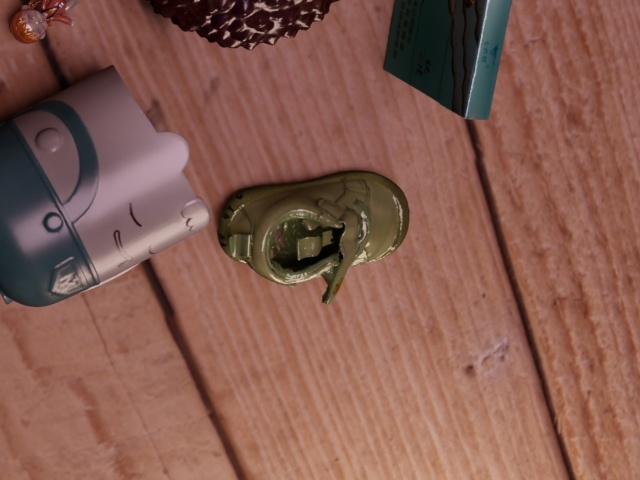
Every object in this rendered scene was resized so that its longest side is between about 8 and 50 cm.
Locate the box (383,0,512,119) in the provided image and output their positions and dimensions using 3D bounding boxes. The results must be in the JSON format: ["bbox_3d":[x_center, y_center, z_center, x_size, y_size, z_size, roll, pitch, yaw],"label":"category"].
[{"bbox_3d":[0.151,-0.255,1.848,0.041,0.229,0.162,0,111,-24],"label":"box"}]

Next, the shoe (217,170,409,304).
[{"bbox_3d":[-0.003,-0.003,1.960,0.262,0.128,0.140,-1,125,-21],"label":"shoe"}]

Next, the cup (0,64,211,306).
[{"bbox_3d":[-0.280,-0.039,1.771,0.257,0.219,0.290,-29,152,-10],"label":"cup"}]

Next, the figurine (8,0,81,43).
[{"bbox_3d":[-0.309,-0.266,1.746,0.109,0.047,0.064,-41,114,-15],"label":"figurine"}]

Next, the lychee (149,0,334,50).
[{"bbox_3d":[-0.078,-0.363,1.654,0.306,0.306,0.330,29,129,-31],"label":"lychee"}]
